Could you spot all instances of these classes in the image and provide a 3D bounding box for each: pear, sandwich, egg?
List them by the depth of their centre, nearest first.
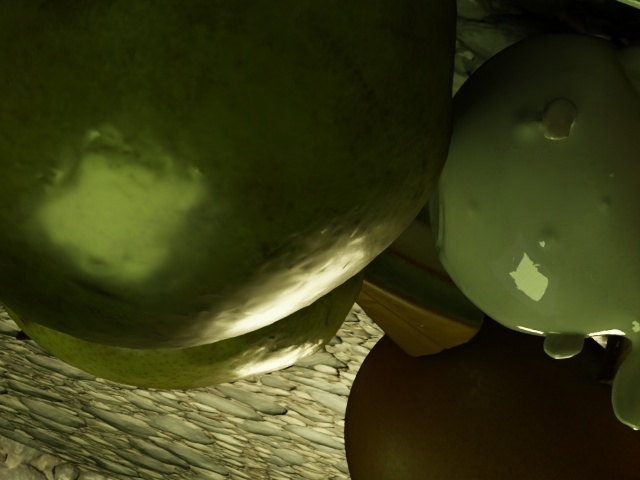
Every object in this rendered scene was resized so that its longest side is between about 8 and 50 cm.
[{"bbox_3d":[-0.092,-0.102,1.193,0.352,0.352,0.413,21,137,-6],"label":"pear"},{"bbox_3d":[-0.123,-0.022,1.526,0.304,0.304,0.304,17,162,6],"label":"pear"},{"bbox_3d":[0.056,0.014,1.743,0.187,0.117,0.144,26,158,-23],"label":"sandwich"},{"bbox_3d":[0.177,0.207,1.881,0.351,0.282,0.282,47,-176,41],"label":"egg"}]

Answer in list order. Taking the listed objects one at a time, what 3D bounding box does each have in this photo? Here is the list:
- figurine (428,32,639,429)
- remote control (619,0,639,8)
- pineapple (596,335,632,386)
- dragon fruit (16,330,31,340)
[{"bbox_3d":[0.270,-0.002,1.304,0.394,0.275,0.226,1,165,-2],"label":"figurine"},{"bbox_3d":[0.254,-0.155,1.146,0.277,0.056,0.103,20,162,-3],"label":"remote control"},{"bbox_3d":[0.328,0.096,1.724,0.186,0.114,0.236,5,161,35],"label":"pineapple"},{"bbox_3d":[-0.204,-0.014,1.763,0.252,0.241,0.241,4,162,-1],"label":"dragon fruit"}]
